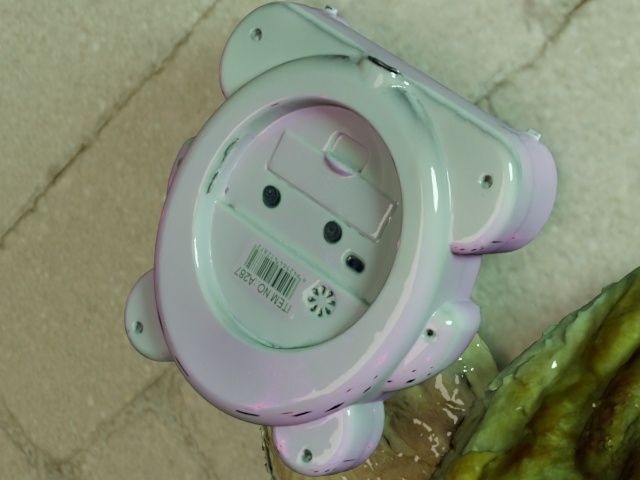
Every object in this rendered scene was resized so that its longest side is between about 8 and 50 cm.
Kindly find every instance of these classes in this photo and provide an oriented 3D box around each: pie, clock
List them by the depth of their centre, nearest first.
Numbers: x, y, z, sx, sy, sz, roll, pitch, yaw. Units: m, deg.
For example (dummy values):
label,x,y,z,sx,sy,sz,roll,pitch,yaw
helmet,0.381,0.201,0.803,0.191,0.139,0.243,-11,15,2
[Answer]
label,x,y,z,sx,sy,sz,roll,pitch,yaw
pie,0.184,0.109,1.031,0.306,0.306,0.071,-20,126,42
clock,0.000,0.000,1.208,0.227,0.090,0.248,35,105,26
pie,0.023,0.106,1.294,0.185,0.052,0.218,40,128,21
